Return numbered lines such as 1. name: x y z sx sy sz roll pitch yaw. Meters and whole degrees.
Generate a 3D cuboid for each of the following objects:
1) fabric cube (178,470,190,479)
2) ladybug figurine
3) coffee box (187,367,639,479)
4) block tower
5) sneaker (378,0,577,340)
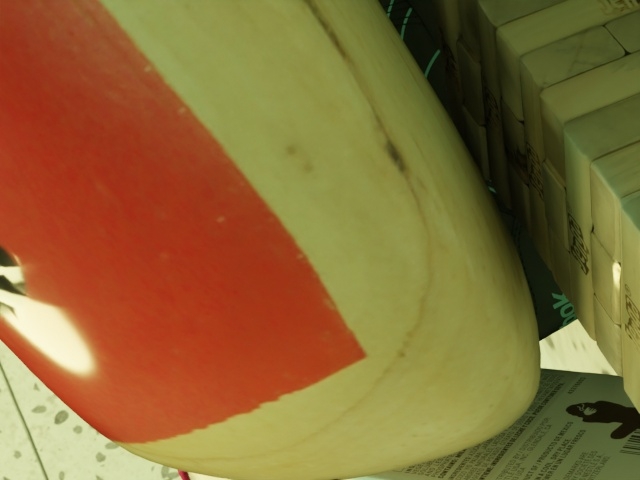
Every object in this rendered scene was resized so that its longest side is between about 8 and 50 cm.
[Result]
1. fabric cube: 0.054 0.308 1.242 0.259 0.254 0.258 77 170 -50
2. ladybug figurine: -0.094 -0.083 0.526 0.449 0.162 0.305 54 178 -16
3. coffee box: 0.074 0.136 0.675 0.246 0.098 0.141 2 119 38
4. block tower: 0.139 0.023 0.423 0.091 0.097 0.335 77 168 -47
5. sneaker: 0.033 -0.058 0.712 0.267 0.106 0.101 49 171 22
